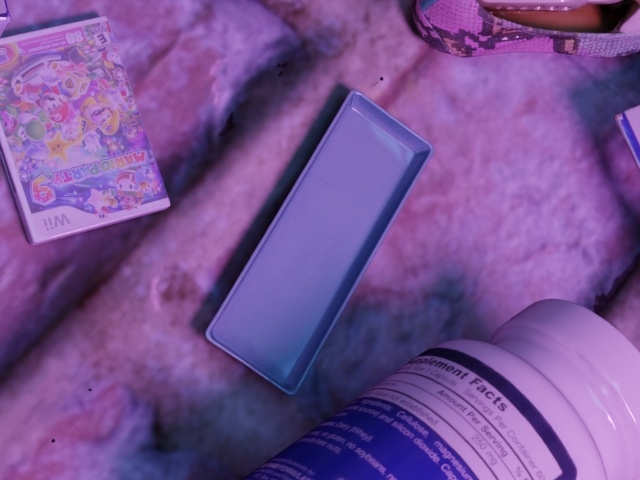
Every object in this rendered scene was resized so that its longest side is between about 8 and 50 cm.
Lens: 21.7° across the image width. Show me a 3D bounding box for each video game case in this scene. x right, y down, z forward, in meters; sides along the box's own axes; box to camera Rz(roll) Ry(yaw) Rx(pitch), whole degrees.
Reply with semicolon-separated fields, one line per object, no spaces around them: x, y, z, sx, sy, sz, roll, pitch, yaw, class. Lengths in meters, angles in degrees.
-0.147;-0.066;0.978;0.087;0.011;0.122;-17;85;-26;video game case

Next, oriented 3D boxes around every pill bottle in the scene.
0.066;0.150;0.937;0.265;0.153;0.153;-32;91;-26;pill bottle

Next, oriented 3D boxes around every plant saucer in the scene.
0.000;0.000;1.021;0.067;0.018;0.192;35;66;-12;plant saucer

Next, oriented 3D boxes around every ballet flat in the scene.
0.169;-0.162;1.097;0.222;0.079;0.076;-7;79;-25;ballet flat

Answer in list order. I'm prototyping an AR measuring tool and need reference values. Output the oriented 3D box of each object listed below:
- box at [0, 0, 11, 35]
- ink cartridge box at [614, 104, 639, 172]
-0.228;-0.149;0.893;0.072;0.137;0.126;-12;83;-26;box
0.344;-0.060;1.156;0.333;0.065;0.165;-22;87;-27;ink cartridge box
